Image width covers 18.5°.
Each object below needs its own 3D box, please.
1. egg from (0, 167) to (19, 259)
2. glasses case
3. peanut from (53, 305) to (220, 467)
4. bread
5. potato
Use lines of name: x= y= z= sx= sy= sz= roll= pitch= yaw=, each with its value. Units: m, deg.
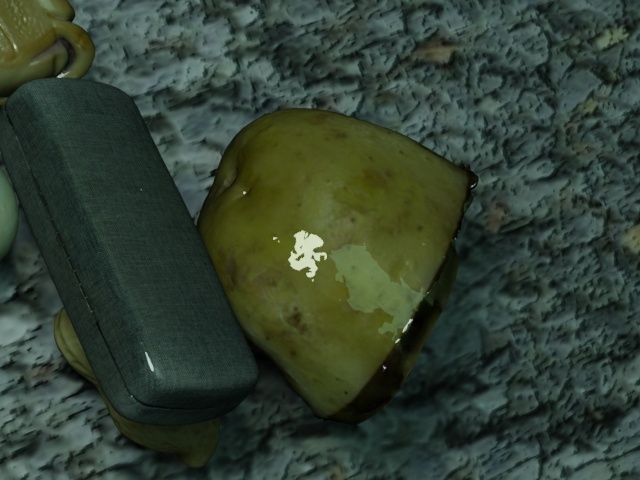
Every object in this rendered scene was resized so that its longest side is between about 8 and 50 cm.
egg: x=-0.318 y=-0.034 z=1.615 sx=0.152 sy=0.114 sz=0.114 roll=33 pitch=63 yaw=-17
glasses case: x=-0.166 y=0.005 z=1.653 sx=0.131 sy=0.074 sz=0.323 roll=0 pitch=55 yaw=-45
peanut: x=-0.154 y=0.121 z=1.696 sx=0.082 sy=0.082 sz=0.187 roll=-44 pitch=101 yaw=-32
bread: x=-0.299 y=-0.218 z=1.695 sx=0.134 sy=0.081 sz=0.225 roll=-31 pitch=97 yaw=-29
potato: x=0.000 y=0.000 z=1.748 sx=0.242 sy=0.242 sz=0.285 roll=36 pitch=66 yaw=-18
